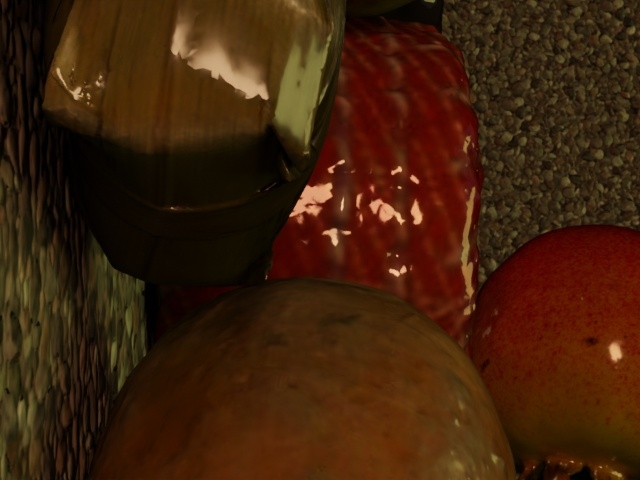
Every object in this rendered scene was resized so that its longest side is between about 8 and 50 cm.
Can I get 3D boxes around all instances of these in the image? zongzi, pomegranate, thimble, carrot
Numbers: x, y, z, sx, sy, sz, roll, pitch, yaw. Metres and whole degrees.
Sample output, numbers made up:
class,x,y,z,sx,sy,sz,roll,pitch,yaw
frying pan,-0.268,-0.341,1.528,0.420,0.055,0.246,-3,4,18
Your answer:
class,x,y,z,sx,sy,sz,roll,pitch,yaw
zongzi,-0.052,-0.139,0.597,0.260,0.123,0.289,110,-18,-74
pomegranate,0.214,0.110,1.022,0.221,0.221,0.257,88,12,-60
thimble,0.000,0.000,1.008,0.350,0.230,0.350,-179,-90,-90
carrot,-0.017,0.184,0.615,0.341,0.224,0.224,-79,171,-48

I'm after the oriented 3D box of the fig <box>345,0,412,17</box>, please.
class,x,y,z,sx,sy,sz,roll,pitch,yaw
fig,0.023,-0.296,0.907,0.271,0.239,0.239,-52,179,1

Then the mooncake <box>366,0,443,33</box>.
class,x,y,z,sx,sy,sz,roll,pitch,yaw
mooncake,0.005,-0.299,1.198,0.381,0.212,0.350,81,-3,-57
